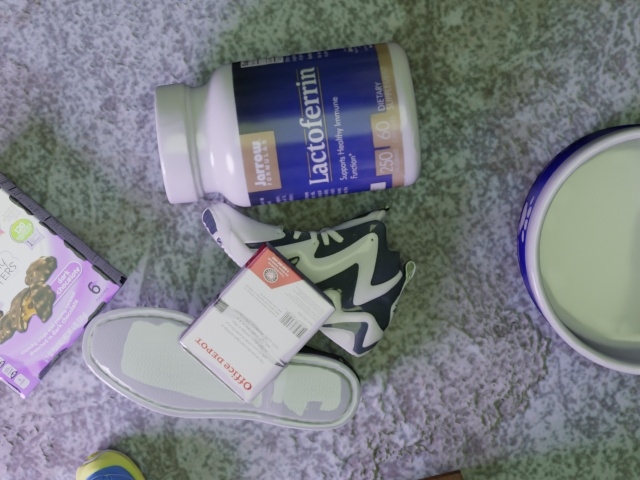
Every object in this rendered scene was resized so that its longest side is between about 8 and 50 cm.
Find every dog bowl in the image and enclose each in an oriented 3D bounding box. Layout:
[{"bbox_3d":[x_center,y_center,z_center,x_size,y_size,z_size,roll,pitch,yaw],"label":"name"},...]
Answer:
[{"bbox_3d":[0.349,0.006,1.525,0.265,0.104,0.265,0,98,-2],"label":"dog bowl"}]

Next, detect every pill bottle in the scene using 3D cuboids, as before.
[{"bbox_3d":[-0.035,-0.116,1.474,0.264,0.153,0.153,-8,97,0],"label":"pill bottle"}]

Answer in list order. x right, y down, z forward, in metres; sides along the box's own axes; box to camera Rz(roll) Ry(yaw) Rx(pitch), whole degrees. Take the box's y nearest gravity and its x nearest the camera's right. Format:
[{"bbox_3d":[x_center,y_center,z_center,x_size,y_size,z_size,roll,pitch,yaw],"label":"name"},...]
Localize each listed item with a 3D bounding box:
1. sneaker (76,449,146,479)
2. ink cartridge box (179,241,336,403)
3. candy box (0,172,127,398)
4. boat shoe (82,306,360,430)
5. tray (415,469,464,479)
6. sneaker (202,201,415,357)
[{"bbox_3d":[-0.195,0.346,1.538,0.091,0.126,0.240,-35,96,3],"label":"sneaker"},{"bbox_3d":[-0.065,0.084,1.453,0.099,0.056,0.135,43,93,-7],"label":"ink cartridge box"},{"bbox_3d":[-0.339,0.044,1.524,0.196,0.070,0.165,40,94,-6],"label":"candy box"},{"bbox_3d":[-0.107,0.140,1.532,0.302,0.091,0.114,18,93,-5],"label":"boat shoe"},{"bbox_3d":[0.175,0.478,1.526,0.076,0.203,0.411,-13,97,1],"label":"tray"},{"bbox_3d":[0.000,0.000,1.523,0.235,0.094,0.153,39,87,1],"label":"sneaker"}]
